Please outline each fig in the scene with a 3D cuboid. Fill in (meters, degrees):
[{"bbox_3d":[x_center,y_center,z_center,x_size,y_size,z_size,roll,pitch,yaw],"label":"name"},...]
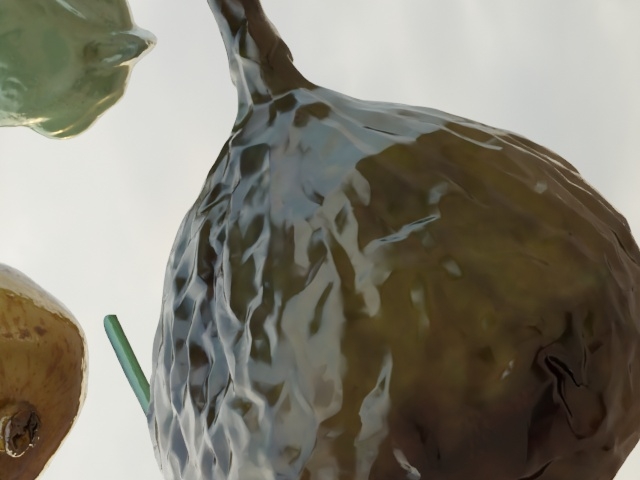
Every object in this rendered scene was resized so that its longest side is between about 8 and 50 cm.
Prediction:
[{"bbox_3d":[0.000,0.000,0.973,0.369,0.286,0.286,58,-149,-3],"label":"fig"}]

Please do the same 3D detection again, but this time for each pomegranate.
[{"bbox_3d":[-0.289,0.119,1.514,0.215,0.215,0.215,8,-90,-67],"label":"pomegranate"}]

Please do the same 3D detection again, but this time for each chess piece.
[{"bbox_3d":[-0.246,-0.184,1.174,0.298,0.175,0.176,54,-146,-6],"label":"chess piece"}]

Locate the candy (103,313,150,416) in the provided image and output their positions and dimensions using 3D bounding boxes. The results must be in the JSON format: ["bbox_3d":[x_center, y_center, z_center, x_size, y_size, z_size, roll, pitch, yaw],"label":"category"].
[{"bbox_3d":[-0.089,0.175,1.270,0.305,0.083,0.091,61,-165,23],"label":"candy"}]
